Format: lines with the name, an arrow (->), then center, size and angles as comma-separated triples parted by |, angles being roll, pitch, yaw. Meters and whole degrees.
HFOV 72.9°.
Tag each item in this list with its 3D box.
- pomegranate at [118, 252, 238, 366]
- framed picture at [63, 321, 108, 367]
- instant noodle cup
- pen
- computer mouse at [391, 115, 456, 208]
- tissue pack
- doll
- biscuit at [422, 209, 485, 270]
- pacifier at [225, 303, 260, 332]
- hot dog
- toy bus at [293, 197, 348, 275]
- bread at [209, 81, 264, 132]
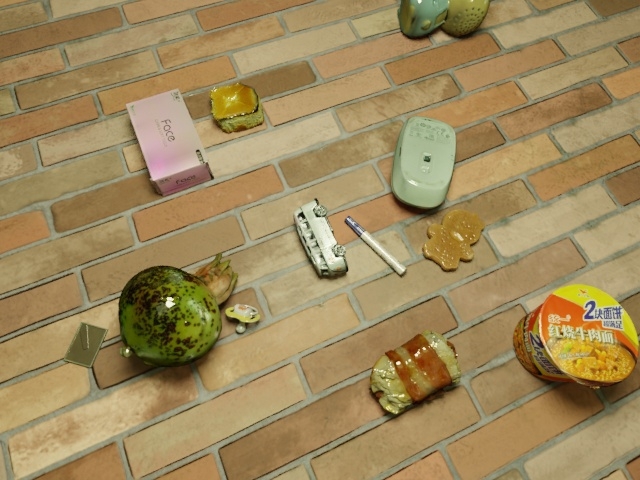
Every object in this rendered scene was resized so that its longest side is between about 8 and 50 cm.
pomegranate -> -0.299, 0.150, 0.942 | 0.222, 0.276, 0.204 | 42, 115, 9
framed picture -> -0.526, 0.233, 0.972 | 0.066, 0.007, 0.089 | 14, 68, 2
instant noodle cup -> 0.544, 0.222, 0.963 | 0.213, 0.174, 0.213 | 2, 67, -4
pen -> 0.138, 0.011, 1.097 | 0.025, 0.025, 0.204 | -41, 76, -17
computer mouse -> 0.273, -0.205, 1.154 | 0.159, 0.097, 0.289 | 13, 57, 3
tissue pack -> -0.393, -0.255, 1.126 | 0.148, 0.092, 0.246 | -23, 73, -11
doll -> 0.381, -0.713, 1.316 | 0.260, 0.177, 0.162 | -5, 65, -3
biscuit -> 0.340, -0.008, 1.117 | 0.133, 0.027, 0.184 | 25, 68, 7
pacifier -> -0.179, 0.181, 1.000 | 0.083, 0.068, 0.064 | 16, 102, 20
hot dog -> 0.206, 0.288, 0.958 | 0.213, 0.103, 0.146 | -22, 93, -2
toy bus -> 0.000, 0.000, 1.062 | 0.089, 0.087, 0.194 | -23, 72, -5
bread -> -0.233, -0.370, 1.195 | 0.140, 0.069, 0.128 | -16, 70, -6
